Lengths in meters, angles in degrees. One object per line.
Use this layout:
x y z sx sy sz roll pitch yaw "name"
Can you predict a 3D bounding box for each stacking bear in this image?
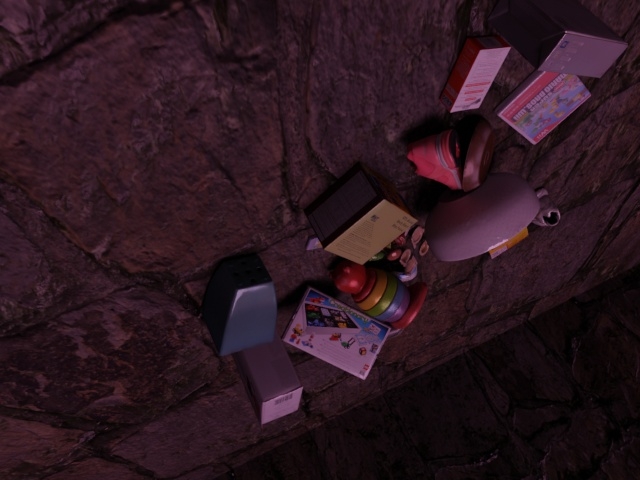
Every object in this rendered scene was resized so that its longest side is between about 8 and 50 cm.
0.168 0.152 1.729 0.288 0.164 0.175 30 157 -19 "stacking bear"

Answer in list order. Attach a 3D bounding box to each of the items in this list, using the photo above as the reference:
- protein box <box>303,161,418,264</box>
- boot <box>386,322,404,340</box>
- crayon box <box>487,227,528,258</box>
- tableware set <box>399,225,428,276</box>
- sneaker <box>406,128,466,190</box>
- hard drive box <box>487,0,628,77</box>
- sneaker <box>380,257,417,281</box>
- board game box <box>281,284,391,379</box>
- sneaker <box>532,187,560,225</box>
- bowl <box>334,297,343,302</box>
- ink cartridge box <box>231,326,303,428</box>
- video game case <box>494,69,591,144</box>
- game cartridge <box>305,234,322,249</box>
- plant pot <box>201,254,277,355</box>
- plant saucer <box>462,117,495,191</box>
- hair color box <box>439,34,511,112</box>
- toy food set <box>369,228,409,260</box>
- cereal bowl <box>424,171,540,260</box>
0.107 -0.065 1.418 0.201 0.136 0.199 -40 148 19 "protein box"
0.246 0.374 2.286 0.189 0.076 0.208 -39 142 14 "boot"
0.653 -0.048 1.959 0.165 0.081 0.278 -35 150 9 "crayon box"
0.312 0.038 1.791 0.169 0.020 0.141 -56 143 -8 "tableware set"
0.310 -0.212 1.430 0.136 0.116 0.314 -2 168 22 "sneaker"
0.499 -0.439 1.135 0.232 0.181 0.089 -6 144 -32 "hard drive box"
0.222 0.124 1.875 0.237 0.085 0.086 -24 124 -3 "sneaker"
0.051 0.296 1.742 0.193 0.305 0.053 -62 -172 -1 "board game box"
0.839 -0.090 2.013 0.099 0.121 0.262 -36 150 13 "sneaker"
0.016 0.243 1.842 0.170 0.080 0.170 -24 -164 7 "bowl"
-0.183 0.397 1.705 0.129 0.310 0.272 -17 149 -19 "ink cartridge box"
0.614 -0.379 1.479 0.204 0.025 0.285 -45 147 25 "video game case"
0.000 0.000 1.549 0.083 0.017 0.056 -12 142 -28 "game cartridge"
-0.214 0.165 1.480 0.165 0.166 0.234 -11 139 -28 "plant pot"
0.425 -0.222 1.429 0.198 0.036 0.199 -42 140 -49 "plant saucer"
0.348 -0.378 1.228 0.093 0.053 0.167 -14 146 -26 "hair color box"
0.206 0.021 1.697 0.217 0.071 0.128 -10 145 -29 "toy food set"
0.442 -0.094 1.555 0.338 0.339 0.141 -31 106 10 "cereal bowl"
